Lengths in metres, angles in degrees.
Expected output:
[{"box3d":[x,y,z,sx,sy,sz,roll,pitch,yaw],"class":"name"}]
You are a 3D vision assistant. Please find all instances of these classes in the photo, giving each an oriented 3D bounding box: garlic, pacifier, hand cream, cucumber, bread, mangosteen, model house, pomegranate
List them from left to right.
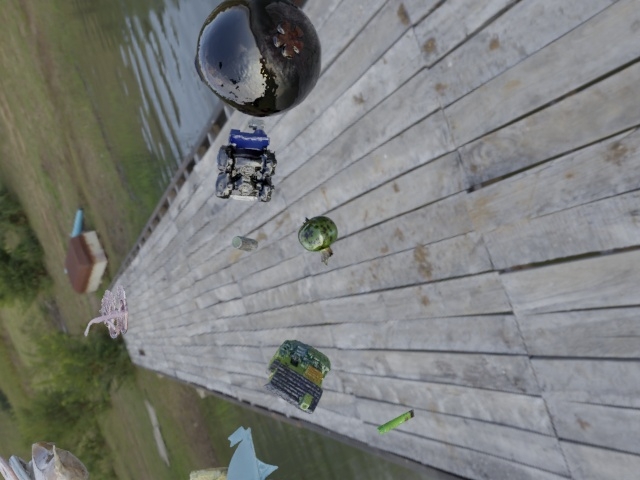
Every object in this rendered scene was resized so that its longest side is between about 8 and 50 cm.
[{"box3d":[-0.880,0.768,1.568,0.332,0.273,0.220,44,175,14],"class":"pacifier"},{"box3d":[-0.524,0.462,1.075,0.198,0.091,0.128,-24,93,56],"class":"garlic"},{"box3d":[-0.268,0.792,1.679,0.262,0.162,0.204,40,-175,35],"class":"bread"},{"box3d":[-0.321,0.012,2.277,0.064,0.112,0.064,-12,70,38],"class":"cucumber"},{"box3d":[-0.149,-0.399,1.190,0.302,0.275,0.274,4,111,53],"class":"mangosteen"},{"box3d":[-0.083,0.468,1.826,0.194,0.211,0.170,35,107,-6],"class":"model house"},{"box3d":[0.000,0.000,1.579,0.122,0.122,0.161,-21,91,63],"class":"pomegranate"},{"box3d":[0.225,0.537,1.593,0.023,0.122,0.036,48,157,51],"class":"hand cream"}]

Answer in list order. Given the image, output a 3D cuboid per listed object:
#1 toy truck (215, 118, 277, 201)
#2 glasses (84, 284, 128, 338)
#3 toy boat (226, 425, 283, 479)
[{"box3d":[-0.207,-0.218,1.505,0.176,0.161,0.213,-96,15,-44],"class":"toy truck"},{"box3d":[-0.691,0.230,1.746,0.256,0.095,0.162,-22,66,47],"class":"glasses"},{"box3d":[-0.186,0.604,1.367,0.067,0.221,0.291,42,-164,-46],"class":"toy boat"}]
